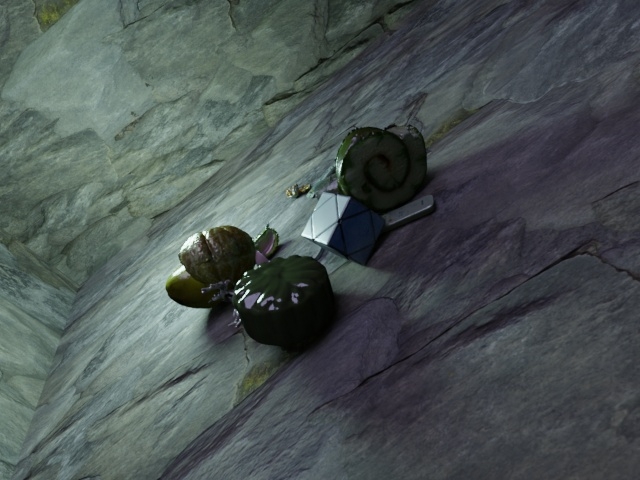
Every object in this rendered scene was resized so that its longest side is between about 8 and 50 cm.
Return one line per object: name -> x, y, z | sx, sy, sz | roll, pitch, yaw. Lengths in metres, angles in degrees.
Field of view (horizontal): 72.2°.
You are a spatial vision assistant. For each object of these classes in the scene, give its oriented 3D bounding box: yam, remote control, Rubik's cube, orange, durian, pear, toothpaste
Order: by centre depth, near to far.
Rubik's cube -> 0.088, -0.048, 1.701 | 0.207, 0.205, 0.205 | 23, 84, 56
remote control -> 0.305, -0.090, 1.724 | 0.309, 0.038, 0.090 | -24, 34, 26
yam -> 0.125, -0.207, 1.940 | 0.271, 0.202, 0.201 | -31, 53, 13
orange -> -0.416, 0.062, 1.944 | 0.210, 0.271, 0.369 | -21, -5, 35
remote control -> 0.000, 0.000, 1.959 | 0.077, 0.022, 0.245 | -16, 39, 39
pear -> -0.561, 0.199, 2.069 | 0.321, 0.269, 0.269 | -10, 27, -15
durian -> -0.285, 0.030, 2.164 | 0.220, 0.137, 0.095 | -47, -2, 2
toothpaste -> 0.017, -0.324, 2.355 | 0.255, 0.037, 0.067 | -50, 32, -10

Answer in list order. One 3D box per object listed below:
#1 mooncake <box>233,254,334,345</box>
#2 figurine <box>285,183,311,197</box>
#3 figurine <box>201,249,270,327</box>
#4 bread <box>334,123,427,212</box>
mooncake -> -0.132, 0.197, 1.577 | 0.356, 0.194, 0.356 | -9, 30, 5
figurine -> -0.122, -0.280, 2.425 | 0.143, 0.068, 0.101 | -30, 34, -6
figurine -> -0.313, 0.195, 1.812 | 0.315, 0.206, 0.284 | -52, -10, -8
bread -> 0.246, -0.300, 1.736 | 0.382, 0.366, 0.129 | -53, 29, 4
